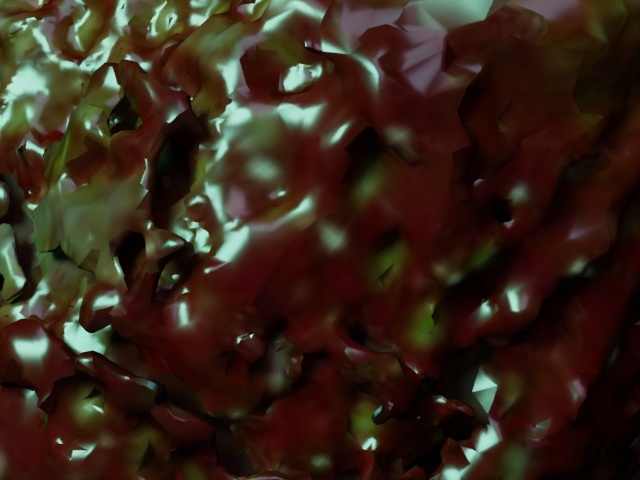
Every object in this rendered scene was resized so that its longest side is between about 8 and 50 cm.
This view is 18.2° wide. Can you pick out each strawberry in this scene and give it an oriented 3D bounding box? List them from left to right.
[{"bbox_3d":[0.000,0.000,0.410,0.184,0.201,0.187,42,39,0],"label":"strawberry"}]
